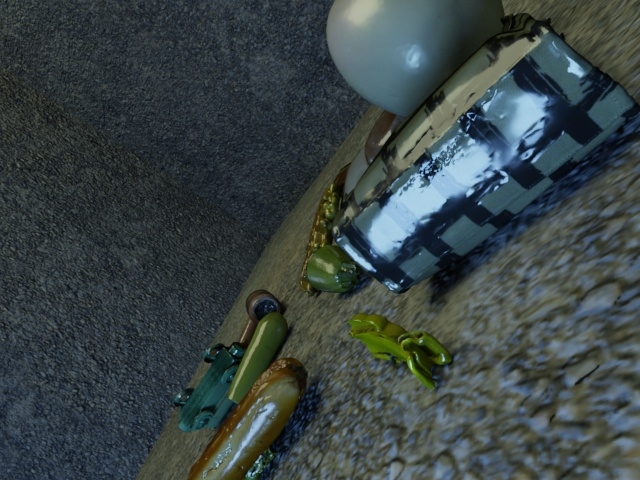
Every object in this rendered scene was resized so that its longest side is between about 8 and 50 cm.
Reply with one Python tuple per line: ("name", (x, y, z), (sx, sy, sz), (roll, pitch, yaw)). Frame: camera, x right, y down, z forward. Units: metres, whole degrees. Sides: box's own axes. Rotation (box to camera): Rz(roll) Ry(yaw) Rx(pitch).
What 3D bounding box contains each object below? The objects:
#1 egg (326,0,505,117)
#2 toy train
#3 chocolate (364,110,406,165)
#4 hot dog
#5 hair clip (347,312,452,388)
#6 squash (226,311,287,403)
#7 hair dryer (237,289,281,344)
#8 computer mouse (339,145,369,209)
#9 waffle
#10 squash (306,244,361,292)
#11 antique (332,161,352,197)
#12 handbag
("egg", (0.176, -0.380, 0.858), (0.283, 0.345, 0.283), (15, -90, -76))
("toy train", (-0.272, 0.397, 1.236), (0.285, 0.116, 0.177), (-57, -31, 7))
("chocolate", (0.193, -0.270, 1.006), (0.161, 0.083, 0.261), (13, 63, 37))
("hot dog", (-0.128, 0.348, 0.763), (0.337, 0.100, 0.135), (-54, 1, 7))
("hair clip", (0.082, 0.119, 0.535), (0.046, 0.072, 0.173), (-48, 11, -14))
("squash", (-0.158, 0.296, 1.148), (0.250, 0.083, 0.083), (-63, 11, -25))
("hair dryer", (-0.234, 0.327, 1.456), (0.344, 0.106, 0.189), (-67, 12, -6))
("computer mouse", (0.120, -0.146, 1.104), (0.297, 0.121, 0.184), (-59, 11, -23))
("waffle", (-0.001, 0.001, 1.135), (0.301, 0.058, 0.282), (123, 160, -83))
("squash", (0.043, 0.070, 0.905), (0.105, 0.105, 0.132), (-57, 26, -4))
("antique", (0.110, -0.183, 1.380), (0.093, 0.087, 0.310), (-59, 10, -6))
("handbag", (0.191, -0.133, 0.601), (0.325, 0.162, 0.327), (-46, 6, 34))
